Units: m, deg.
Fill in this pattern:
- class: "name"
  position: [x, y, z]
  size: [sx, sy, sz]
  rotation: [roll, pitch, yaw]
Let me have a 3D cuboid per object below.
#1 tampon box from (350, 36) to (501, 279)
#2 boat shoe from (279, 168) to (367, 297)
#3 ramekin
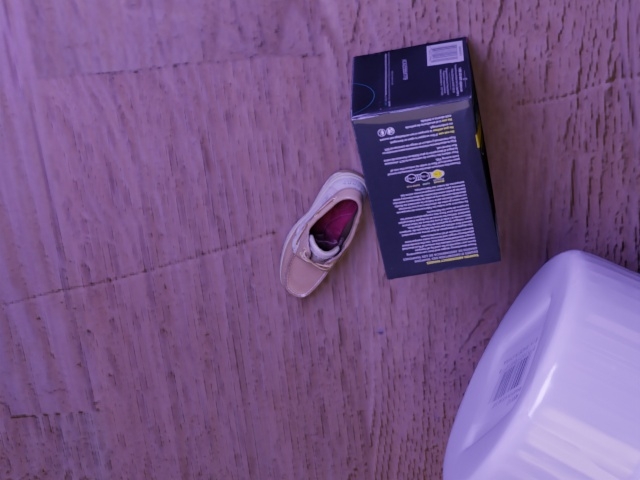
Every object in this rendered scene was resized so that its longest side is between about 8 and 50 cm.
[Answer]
- class: "tampon box"
  position: [0.090, -0.069, 1.675]
  size: [0.101, 0.120, 0.161]
  rotation: [-9, 121, 7]
- class: "boat shoe"
  position: [0.000, 0.000, 1.761]
  size: [0.050, 0.045, 0.135]
  rotation: [20, 119, -11]
- class: "ramekin"
  position: [0.218, 0.142, 1.720]
  size: [0.135, 0.277, 0.277]
  rotation: [27, 118, -7]
